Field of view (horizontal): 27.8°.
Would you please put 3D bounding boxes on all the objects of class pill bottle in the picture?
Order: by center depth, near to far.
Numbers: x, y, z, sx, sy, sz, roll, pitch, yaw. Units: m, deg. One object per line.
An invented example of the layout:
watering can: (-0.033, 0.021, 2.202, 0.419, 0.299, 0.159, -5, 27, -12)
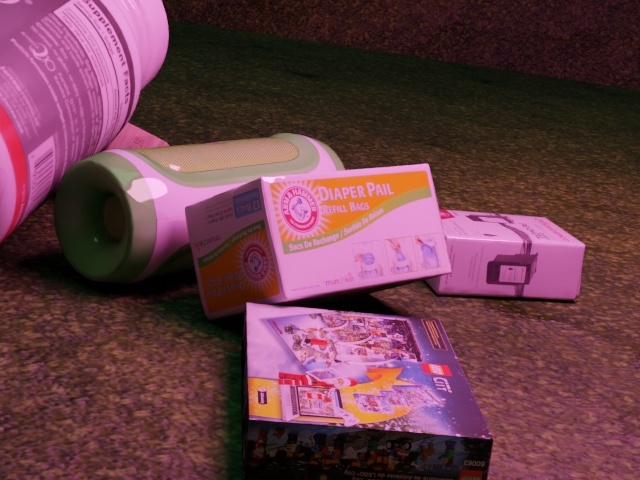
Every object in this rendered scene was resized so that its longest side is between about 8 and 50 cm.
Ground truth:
pill bottle: (-0.298, -0.145, 1.222, 0.210, 0.210, 0.363, 12, 33, 15)

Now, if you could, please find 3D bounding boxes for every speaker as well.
speaker: (-0.105, -0.035, 1.239, 0.131, 0.131, 0.296, 19, 19, 37)

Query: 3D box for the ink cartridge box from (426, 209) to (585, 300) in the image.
ink cartridge box: (0.177, 0.013, 1.311, 0.150, 0.063, 0.109, 3, 16, -15)

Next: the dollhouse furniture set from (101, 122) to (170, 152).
dollhouse furniture set: (-0.220, -0.078, 1.470, 0.161, 0.101, 0.182, 27, 1, -36)

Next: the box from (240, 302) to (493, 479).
box: (0.023, 0.108, 0.931, 0.159, 0.044, 0.233, 6, 15, -5)

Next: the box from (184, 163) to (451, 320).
box: (0.000, 0.000, 1.130, 0.203, 0.103, 0.114, -7, -7, -42)
